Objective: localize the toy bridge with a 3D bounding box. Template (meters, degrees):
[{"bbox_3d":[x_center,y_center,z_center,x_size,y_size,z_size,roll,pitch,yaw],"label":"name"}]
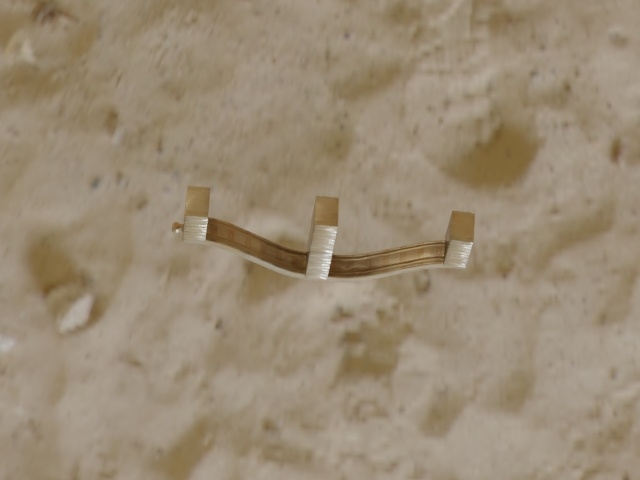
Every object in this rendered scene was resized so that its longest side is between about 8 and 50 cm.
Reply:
[{"bbox_3d":[0.000,0.000,1.242,0.188,0.026,0.063,5,144,-4],"label":"toy bridge"}]
